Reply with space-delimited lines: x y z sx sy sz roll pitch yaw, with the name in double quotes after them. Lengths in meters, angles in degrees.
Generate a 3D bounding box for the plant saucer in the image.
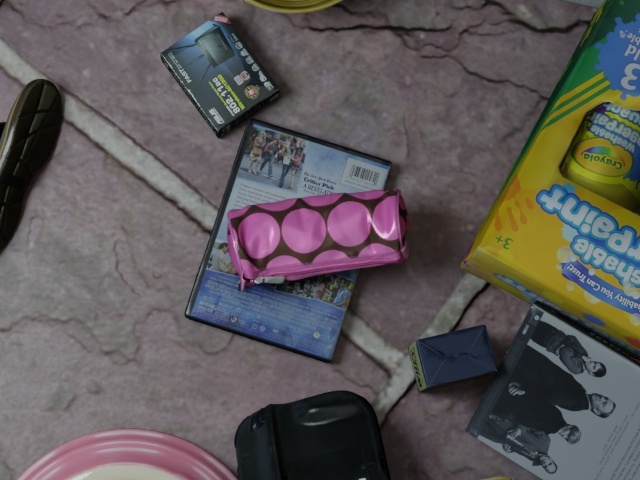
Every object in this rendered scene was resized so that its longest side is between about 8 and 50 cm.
-0.216 0.373 1.671 0.332 0.084 0.332 1 80 -4 "plant saucer"

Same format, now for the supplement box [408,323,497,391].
0.150 0.136 1.731 0.083 0.083 0.056 -12 81 -5 "supplement box"

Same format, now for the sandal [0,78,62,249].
-0.367 -0.089 1.753 0.060 0.090 0.219 18 86 22 "sandal"

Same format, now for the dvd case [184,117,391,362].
-0.037 -0.002 1.776 0.180 0.022 0.253 17 80 1 "dvd case"

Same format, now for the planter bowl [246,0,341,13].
-0.036 -0.361 1.803 0.217 0.090 0.217 1 80 -4 "planter bowl"

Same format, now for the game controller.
0.000 0.302 1.631 0.166 0.067 0.319 -10 49 -1 "game controller"

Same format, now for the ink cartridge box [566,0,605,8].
0.436 -0.331 1.715 0.385 0.308 0.091 10 81 -2 "ink cartridge box"

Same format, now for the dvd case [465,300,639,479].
0.303 0.202 1.689 0.238 0.029 0.179 31 110 16 "dvd case"

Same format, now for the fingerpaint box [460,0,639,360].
0.446 -0.030 1.736 0.444 0.163 0.371 29 80 2 "fingerpaint box"

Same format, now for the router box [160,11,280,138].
-0.120 -0.197 1.796 0.092 0.038 0.122 -36 84 -8 "router box"

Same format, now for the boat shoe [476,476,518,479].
0.100 0.351 1.683 0.324 0.097 0.117 -21 104 0 "boat shoe"

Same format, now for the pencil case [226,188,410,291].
0.000 0.000 1.721 0.209 0.095 0.098 -10 46 -2 "pencil case"
